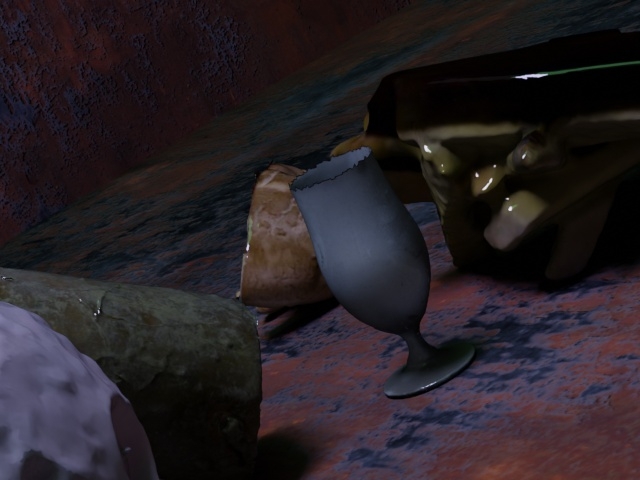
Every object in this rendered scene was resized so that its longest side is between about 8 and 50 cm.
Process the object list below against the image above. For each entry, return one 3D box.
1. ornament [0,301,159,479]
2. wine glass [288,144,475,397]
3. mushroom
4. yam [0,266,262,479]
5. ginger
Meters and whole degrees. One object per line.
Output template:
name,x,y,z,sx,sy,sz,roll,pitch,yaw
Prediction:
ornament,-0.259,0.187,1.117,0.337,0.337,0.337,-25,13,6
wine glass,0.050,0.025,1.447,0.093,0.202,0.093,-25,11,5
mushroom,0.000,0.000,1.876,0.151,0.156,0.286,4,19,7
yam,-0.193,0.108,1.378,0.304,0.168,0.168,8,-1,-23
ginger,0.244,-0.078,1.586,0.358,0.211,0.413,-20,14,-42
